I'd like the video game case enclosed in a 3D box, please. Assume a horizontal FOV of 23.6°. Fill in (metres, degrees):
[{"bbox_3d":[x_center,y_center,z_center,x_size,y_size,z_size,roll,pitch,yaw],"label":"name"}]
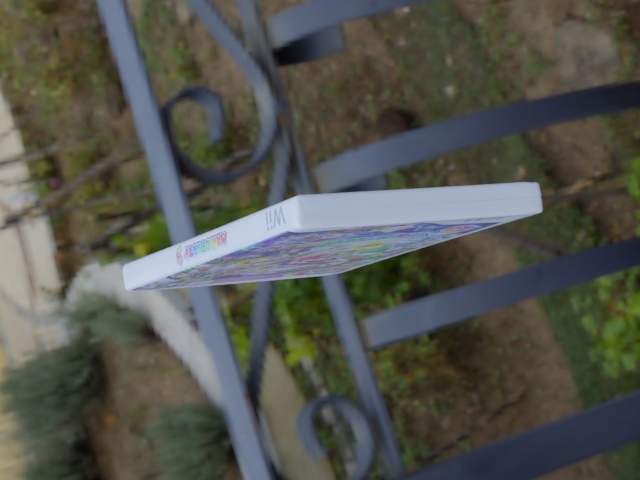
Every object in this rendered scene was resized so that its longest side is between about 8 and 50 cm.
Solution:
[{"bbox_3d":[0.000,0.000,0.489,0.122,0.087,0.011,-19,77,58],"label":"video game case"}]
